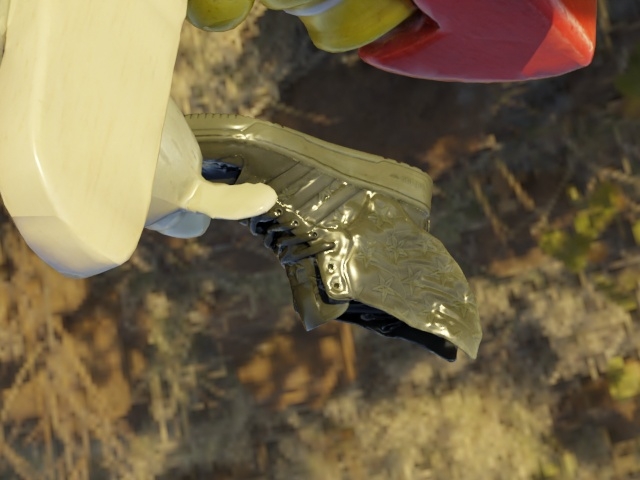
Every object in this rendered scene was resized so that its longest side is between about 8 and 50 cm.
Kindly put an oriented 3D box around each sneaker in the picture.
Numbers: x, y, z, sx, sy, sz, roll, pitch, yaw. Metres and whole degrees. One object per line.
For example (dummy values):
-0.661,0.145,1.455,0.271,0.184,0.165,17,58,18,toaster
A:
-0.001,0.001,0.737,0.170,0.089,0.051,13,163,-20,sneaker

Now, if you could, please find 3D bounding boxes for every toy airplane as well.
-0.075,-0.191,0.713,0.386,0.384,0.272,-27,172,-45,toy airplane
